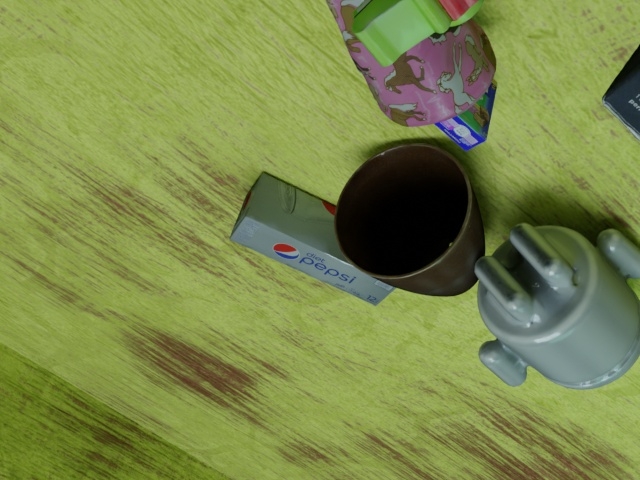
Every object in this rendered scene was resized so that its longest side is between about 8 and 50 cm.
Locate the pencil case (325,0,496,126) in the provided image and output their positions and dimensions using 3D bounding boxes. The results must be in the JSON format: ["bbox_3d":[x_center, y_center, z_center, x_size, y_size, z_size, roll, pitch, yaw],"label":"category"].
[{"bbox_3d":[0.076,-0.311,1.110,0.160,0.167,0.386,-19,135,14],"label":"pencil case"}]

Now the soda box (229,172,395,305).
[{"bbox_3d":[0.000,0.000,1.662,0.286,0.098,0.091,25,147,-10],"label":"soda box"}]

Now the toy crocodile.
[{"bbox_3d":[0.174,-0.308,0.994,0.340,0.105,0.115,-41,135,2],"label":"toy crocodile"}]

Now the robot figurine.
[{"bbox_3d":[0.379,0.108,1.526,0.300,0.200,0.353,-41,134,11],"label":"robot figurine"}]

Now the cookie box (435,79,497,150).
[{"bbox_3d":[0.184,-0.188,1.292,0.092,0.107,0.040,36,142,-26],"label":"cookie box"}]

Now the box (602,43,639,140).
[{"bbox_3d":[0.498,-0.230,0.870,0.212,0.293,0.395,43,144,-1],"label":"box"}]

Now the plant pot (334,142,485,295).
[{"bbox_3d":[0.166,-0.001,1.511,0.215,0.215,0.230,-2,156,28],"label":"plant pot"}]
